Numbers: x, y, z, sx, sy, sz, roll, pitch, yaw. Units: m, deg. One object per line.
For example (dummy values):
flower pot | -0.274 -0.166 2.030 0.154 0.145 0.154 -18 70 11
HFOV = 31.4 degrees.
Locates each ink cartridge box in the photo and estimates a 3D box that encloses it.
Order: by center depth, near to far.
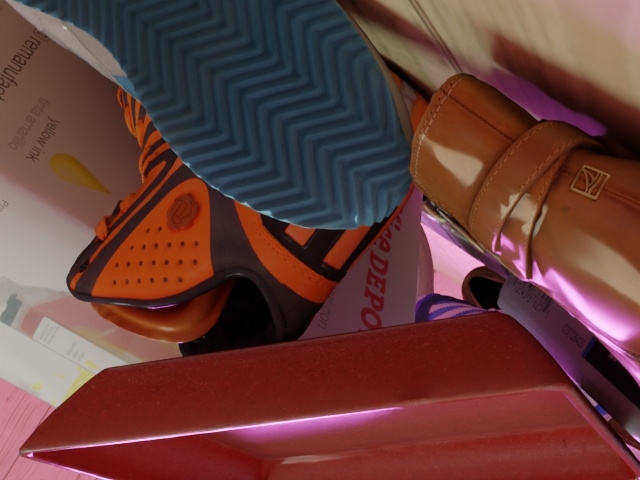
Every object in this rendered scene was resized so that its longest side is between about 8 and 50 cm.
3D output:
ink cartridge box | 0.276 0.124 0.680 0.307 0.072 0.303 30 -175 -9
ink cartridge box | -0.123 -0.020 0.808 0.385 0.160 0.279 33 -147 -14

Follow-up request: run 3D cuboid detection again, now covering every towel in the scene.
towel | 0.131 -0.009 1.066 0.152 0.023 0.113 35 179 20

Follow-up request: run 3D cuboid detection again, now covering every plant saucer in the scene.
plant saucer | 0.024 0.099 0.597 0.259 0.047 0.259 -10 157 20

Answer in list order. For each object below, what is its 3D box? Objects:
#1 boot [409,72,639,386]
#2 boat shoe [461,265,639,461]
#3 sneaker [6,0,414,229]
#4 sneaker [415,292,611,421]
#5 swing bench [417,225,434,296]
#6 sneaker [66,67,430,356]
boot | 0.105 0.008 0.418 0.152 0.073 0.197 31 168 12
boat shoe | 0.259 0.129 1.102 0.307 0.110 0.104 33 -179 30
sneaker | -0.046 -0.085 0.470 0.229 0.087 0.092 40 -170 21
sneaker | 0.171 0.111 0.978 0.236 0.130 0.323 -4 -179 19
swing bench | 0.000 0.000 1.283 0.255 0.165 0.253 8 180 -1
sneaker | -0.084 -0.046 0.624 0.125 0.180 0.321 33 180 -35
